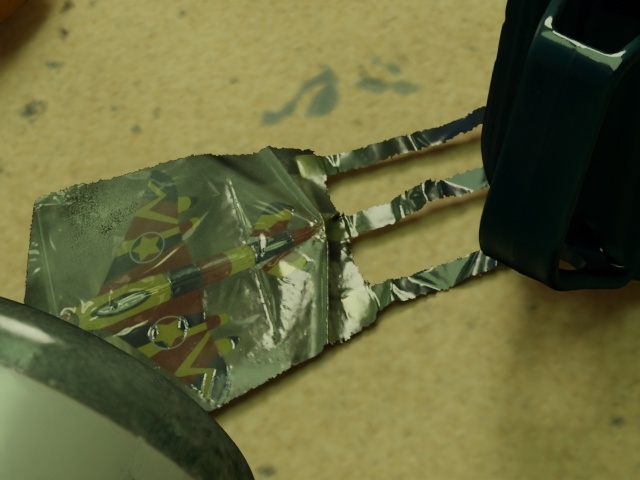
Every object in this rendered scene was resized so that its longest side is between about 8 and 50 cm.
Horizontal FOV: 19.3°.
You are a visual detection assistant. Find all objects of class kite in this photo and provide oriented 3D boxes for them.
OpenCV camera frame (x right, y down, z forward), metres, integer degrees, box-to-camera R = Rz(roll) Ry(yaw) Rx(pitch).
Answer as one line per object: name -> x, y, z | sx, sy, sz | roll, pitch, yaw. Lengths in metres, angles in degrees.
kite -> 0.000, -0.001, 0.733 | 0.245, 0.015, 0.141 | -18, 53, -2

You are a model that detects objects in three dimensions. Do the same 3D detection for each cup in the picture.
cup -> 0.115, -0.068, 0.654 | 0.131, 0.155, 0.176 | 26, 53, 21

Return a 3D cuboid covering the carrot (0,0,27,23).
carrot -> -0.261, -0.165, 0.856 | 0.302, 0.114, 0.114 | 15, 58, 23

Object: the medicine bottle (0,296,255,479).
medicine bottle -> -0.134, 0.164, 0.501 | 0.141, 0.141, 0.293 | 14, 61, 22
